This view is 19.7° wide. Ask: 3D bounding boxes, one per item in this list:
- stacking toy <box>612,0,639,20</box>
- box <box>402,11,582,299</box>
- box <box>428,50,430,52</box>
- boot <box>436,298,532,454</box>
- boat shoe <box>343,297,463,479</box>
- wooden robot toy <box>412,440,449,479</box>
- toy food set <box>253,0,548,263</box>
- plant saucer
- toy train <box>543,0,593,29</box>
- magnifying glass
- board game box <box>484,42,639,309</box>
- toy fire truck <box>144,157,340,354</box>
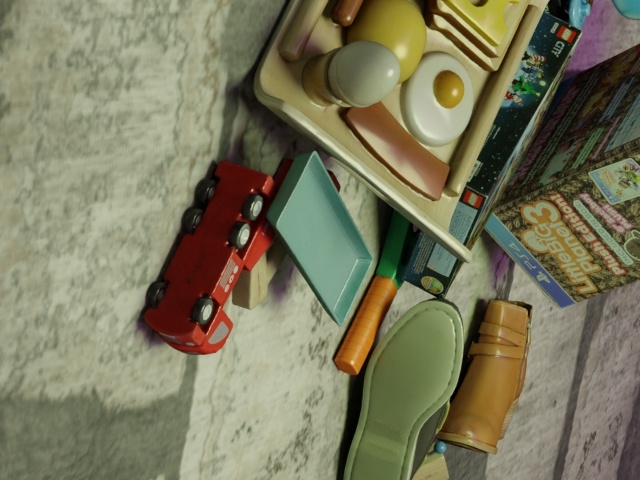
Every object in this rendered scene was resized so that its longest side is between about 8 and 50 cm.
[{"bbox_3d":[0.343,-0.362,1.846,0.302,0.175,0.166,-93,161,-56],"label":"stacking toy"},{"bbox_3d":[0.157,-0.078,1.674,0.233,0.044,0.159,-57,171,-36],"label":"box"},{"bbox_3d":[0.100,-0.167,1.584,0.126,0.072,0.137,-58,150,-28],"label":"box"},{"bbox_3d":[0.172,0.137,1.915,0.197,0.073,0.152,-14,119,-75],"label":"boot"},{"bbox_3d":[0.080,0.144,1.702,0.069,0.081,0.228,-46,158,-63],"label":"boat shoe"},{"bbox_3d":[0.082,0.228,1.814,0.079,0.076,0.173,-27,139,-10],"label":"wooden robot toy"},{"bbox_3d":[0.097,-0.168,1.437,0.219,0.092,0.306,37,68,-30],"label":"toy food set"},{"bbox_3d":[0.000,0.000,1.427,0.067,0.018,0.192,-64,156,-17],"label":"plant saucer"},{"bbox_3d":[0.219,-0.279,1.765,0.184,0.080,0.105,64,39,-52],"label":"toy train"},{"bbox_3d":[0.070,0.018,1.690,0.231,0.026,0.092,-65,154,-23],"label":"magnifying glass"},{"bbox_3d":[0.337,-0.089,1.838,0.141,0.291,0.232,47,53,-15],"label":"board game box"},{"bbox_3d":[-0.057,0.009,1.392,0.192,0.047,0.135,-65,155,-16],"label":"toy fire truck"}]
